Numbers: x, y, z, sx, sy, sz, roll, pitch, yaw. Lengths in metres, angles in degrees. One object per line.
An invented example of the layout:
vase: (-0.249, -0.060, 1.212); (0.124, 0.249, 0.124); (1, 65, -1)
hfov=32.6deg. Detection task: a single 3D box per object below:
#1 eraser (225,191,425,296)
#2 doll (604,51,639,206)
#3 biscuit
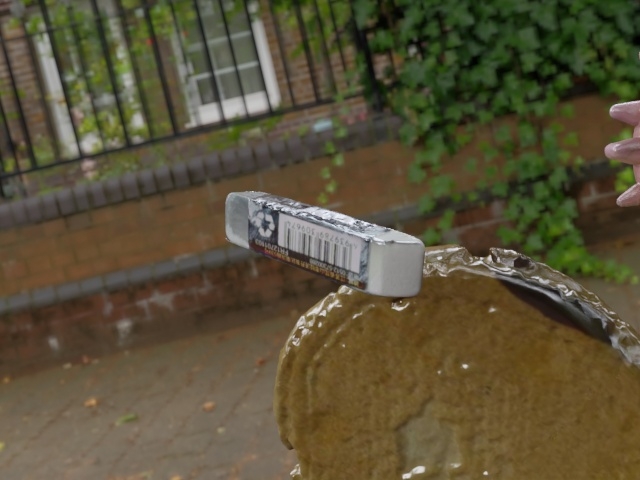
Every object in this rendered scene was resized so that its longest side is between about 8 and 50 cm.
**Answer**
eraser: (0.000, 0.000, 0.460); (0.099, 0.027, 0.019); (18, 26, 38)
doll: (0.369, -0.095, 1.007); (0.211, 0.262, 0.093); (8, 6, 0)
biscuit: (0.079, 0.106, 0.572); (0.225, 0.226, 0.042); (-9, 10, 26)
